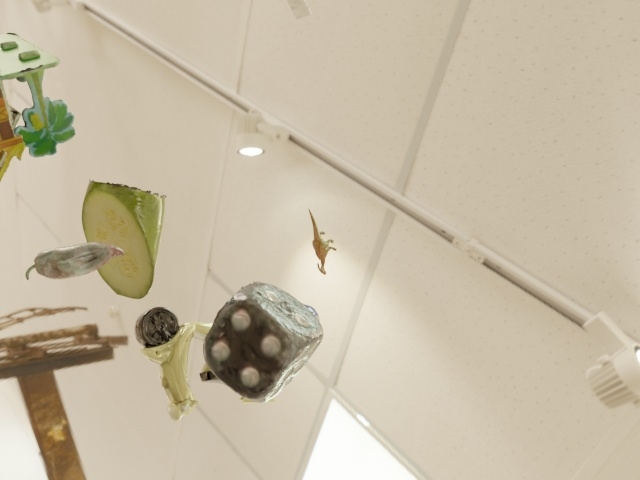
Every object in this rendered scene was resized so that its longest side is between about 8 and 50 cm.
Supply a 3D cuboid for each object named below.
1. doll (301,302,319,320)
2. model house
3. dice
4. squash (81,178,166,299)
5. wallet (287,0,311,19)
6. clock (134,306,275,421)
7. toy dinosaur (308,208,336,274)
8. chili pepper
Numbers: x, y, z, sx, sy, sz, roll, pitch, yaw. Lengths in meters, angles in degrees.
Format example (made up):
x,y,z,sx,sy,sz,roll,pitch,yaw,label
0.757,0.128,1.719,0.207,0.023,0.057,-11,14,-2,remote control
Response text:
x,y,z,sx,sy,sz,roll,pitch,yaw,label
-0.114,0.302,1.876,0.311,0.242,0.160,114,-46,-76,doll
-0.746,-0.262,1.187,0.242,0.357,0.313,32,-46,25,model house
-0.117,0.206,1.113,0.183,0.181,0.182,37,-76,14,dice
-0.463,0.005,1.241,0.189,0.189,0.261,10,-93,43,squash
-0.057,-0.615,1.413,0.011,0.044,0.083,78,-12,-71,wallet
-0.289,0.314,1.398,0.120,0.378,0.277,-25,-115,50,clock
0.002,0.000,0.863,0.026,0.041,0.114,4,-70,37,toy dinosaur
-0.395,0.032,0.861,0.041,0.153,0.050,-109,-169,-54,chili pepper
